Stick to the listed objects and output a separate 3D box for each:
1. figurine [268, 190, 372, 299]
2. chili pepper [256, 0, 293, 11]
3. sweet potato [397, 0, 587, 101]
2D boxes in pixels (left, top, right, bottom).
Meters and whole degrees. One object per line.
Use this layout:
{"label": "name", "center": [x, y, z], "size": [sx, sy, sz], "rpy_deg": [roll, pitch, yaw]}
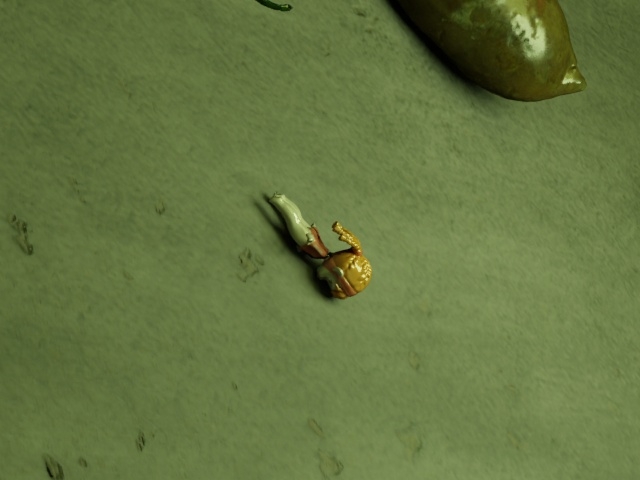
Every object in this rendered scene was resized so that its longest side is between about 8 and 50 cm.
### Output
{"label": "figurine", "center": [0.000, 0.000, 1.628], "size": [0.109, 0.047, 0.064], "rpy_deg": [47, 10, -5]}
{"label": "chili pepper", "center": [-0.106, -0.315, 1.728], "size": [0.122, 0.065, 0.279], "rpy_deg": [20, 44, -39]}
{"label": "sweet potato", "center": [0.110, -0.298, 1.952], "size": [0.422, 0.130, 0.130], "rpy_deg": [51, 33, -3]}
